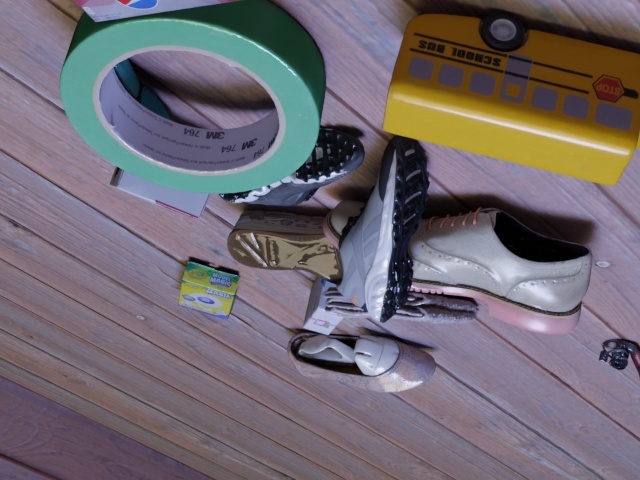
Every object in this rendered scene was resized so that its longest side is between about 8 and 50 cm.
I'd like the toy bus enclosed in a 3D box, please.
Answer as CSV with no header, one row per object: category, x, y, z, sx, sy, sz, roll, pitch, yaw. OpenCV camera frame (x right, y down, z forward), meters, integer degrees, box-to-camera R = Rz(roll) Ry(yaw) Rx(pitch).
toy bus,0.245,-0.153,1.264,0.333,0.130,0.108,14,156,4

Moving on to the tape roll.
tape roll,-0.156,-0.183,1.432,0.321,0.077,0.321,6,146,4

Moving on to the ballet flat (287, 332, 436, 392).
ballet flat,0.067,0.228,2.243,0.316,0.107,0.106,-2,143,32

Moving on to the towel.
towel,0.133,0.110,1.895,0.187,0.049,0.282,3,176,26

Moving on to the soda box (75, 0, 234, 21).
soda box,-0.156,-0.304,1.231,0.263,0.092,0.083,-1,150,33

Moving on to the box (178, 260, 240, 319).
box,-0.211,0.093,2.190,0.105,0.043,0.179,17,155,-3

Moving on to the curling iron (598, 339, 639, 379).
curling iron,0.565,0.242,2.043,0.068,0.035,0.274,1,152,39

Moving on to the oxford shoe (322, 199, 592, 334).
oxford shoe,0.200,-0.001,1.676,0.397,0.140,0.146,17,126,8

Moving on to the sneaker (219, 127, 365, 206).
sneaker,-0.027,-0.098,1.627,0.234,0.078,0.106,-15,163,32

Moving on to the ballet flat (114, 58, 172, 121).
ballet flat,-0.265,-0.191,1.569,0.074,0.074,0.203,3,147,26

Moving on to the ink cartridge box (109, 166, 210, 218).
ink cartridge box,-0.233,-0.088,1.695,0.127,0.072,0.175,21,178,-14

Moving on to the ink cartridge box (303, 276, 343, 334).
ink cartridge box,0.014,0.102,2.013,0.052,0.088,0.122,17,157,-9

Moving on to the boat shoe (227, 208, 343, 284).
boat shoe,0.000,0.000,1.826,0.285,0.089,0.104,11,130,5

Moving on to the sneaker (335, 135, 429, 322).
sneaker,0.076,-0.018,1.584,0.108,0.100,0.271,24,121,25
